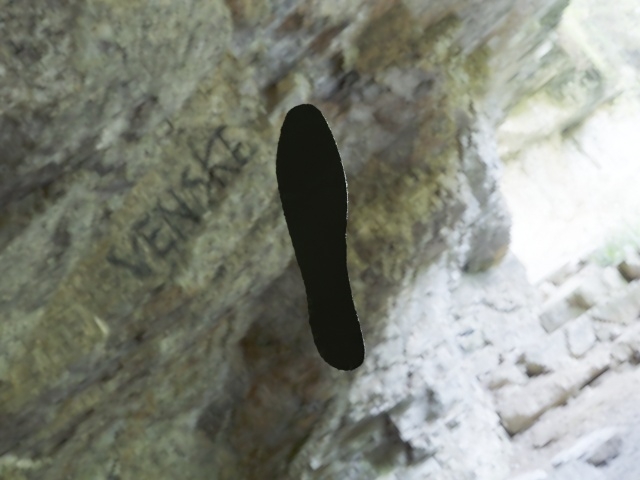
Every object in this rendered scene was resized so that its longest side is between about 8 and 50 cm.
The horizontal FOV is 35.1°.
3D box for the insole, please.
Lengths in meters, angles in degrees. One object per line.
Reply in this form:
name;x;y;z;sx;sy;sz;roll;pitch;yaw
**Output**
insole;0.000;0.000;0.932;0.086;0.253;0.005;2;15;43
